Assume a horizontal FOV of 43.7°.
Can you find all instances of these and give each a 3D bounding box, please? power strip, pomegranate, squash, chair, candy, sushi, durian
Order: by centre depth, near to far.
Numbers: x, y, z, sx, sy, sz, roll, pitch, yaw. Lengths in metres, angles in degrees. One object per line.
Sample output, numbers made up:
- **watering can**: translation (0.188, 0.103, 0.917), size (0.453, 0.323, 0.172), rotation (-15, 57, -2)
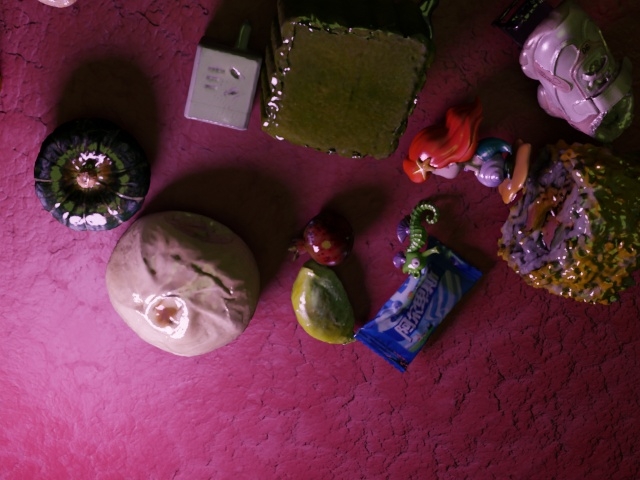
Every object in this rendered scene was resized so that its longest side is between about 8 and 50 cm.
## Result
- **chair**: translation (0.452, -0.460, 1.689), size (0.113, 0.229, 0.106), rotation (36, 104, -14)
- **power strip**: translation (-0.202, -0.366, 1.714), size (0.140, 0.139, 0.224), rotation (11, 110, -8)
- **squash**: translation (-0.500, -0.144, 1.759), size (0.252, 0.165, 0.252), rotation (-2, 109, -6)
- **sushi**: translation (0.582, -0.054, 1.772), size (0.240, 0.396, 0.351), rotation (17, 103, -8)
- **pomegranate**: translation (-0.001, -0.004, 1.883), size (0.159, 0.129, 0.129), rotation (1, 111, 4)
- **durian**: translation (0.005, 0.164, 1.955), size (0.139, 0.101, 0.250), rotation (-18, 111, 1)
- **candy**: translation (0.241, 0.162, 1.990), size (0.187, 0.077, 0.331), rotation (35, 102, -19)

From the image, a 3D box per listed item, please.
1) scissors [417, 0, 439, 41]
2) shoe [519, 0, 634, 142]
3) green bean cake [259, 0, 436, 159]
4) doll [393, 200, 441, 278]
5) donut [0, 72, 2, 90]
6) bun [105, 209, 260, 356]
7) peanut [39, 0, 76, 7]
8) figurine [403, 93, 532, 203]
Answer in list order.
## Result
- **scissors**: translation (0.278, -0.587, 1.729), size (0.383, 0.029, 0.256), rotation (-33, 109, 10)
- **shoe**: translation (0.563, -0.353, 1.680), size (0.172, 0.198, 0.351), rotation (-48, 146, 3)
- **green bean cake**: translation (0.050, -0.354, 1.653), size (0.335, 0.218, 0.319), rotation (9, 131, -16)
- **doll**: translation (0.236, -0.003, 1.914), size (0.115, 0.050, 0.190), rotation (4, 84, 25)
- **donut**: translation (-0.788, -0.344, 1.685), size (0.227, 0.114, 0.226), rotation (-2, 111, -5)
- **bun**: translation (-0.324, 0.115, 1.830), size (0.364, 0.202, 0.364), rotation (3, 111, 8)
- **peanut**: translation (-0.593, -0.556, 1.636), size (0.207, 0.087, 0.087), rotation (37, 104, -16)
- **figurine**: translation (0.334, -0.206, 1.817), size (0.257, 0.181, 0.208), rotation (15, 149, -9)
